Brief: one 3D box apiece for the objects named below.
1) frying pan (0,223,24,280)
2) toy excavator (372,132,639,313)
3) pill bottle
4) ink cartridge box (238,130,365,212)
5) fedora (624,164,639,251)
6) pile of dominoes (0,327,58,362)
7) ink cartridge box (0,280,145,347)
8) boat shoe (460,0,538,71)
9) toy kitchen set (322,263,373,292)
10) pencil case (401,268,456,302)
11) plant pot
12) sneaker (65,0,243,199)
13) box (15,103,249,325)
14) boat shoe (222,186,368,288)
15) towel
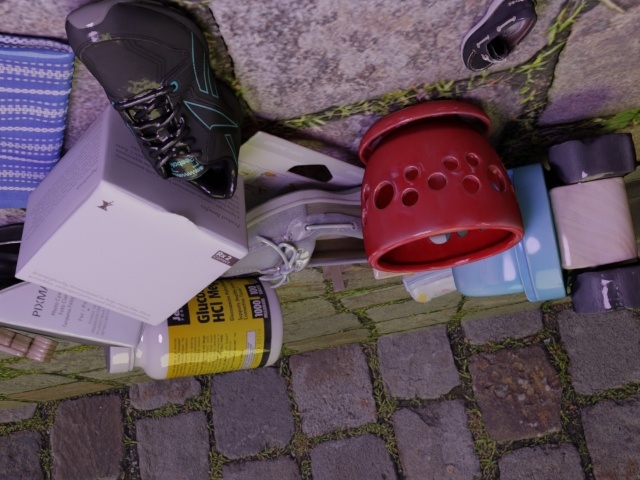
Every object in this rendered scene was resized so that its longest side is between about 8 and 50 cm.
[{"bbox_3d":[-0.486,0.031,1.025,0.326,0.053,0.197,-9,164,0],"label":"frying pan"},{"bbox_3d":[0.251,-0.005,1.090,0.445,0.222,0.433,-9,180,19],"label":"toy excavator"},{"bbox_3d":[-0.257,0.177,1.406,0.333,0.188,0.188,-3,162,-23],"label":"pill bottle"},{"bbox_3d":[-0.078,-0.066,0.940,0.239,0.060,0.275,-36,152,29],"label":"ink cartridge box"},{"bbox_3d":[0.520,-0.020,1.280,0.243,0.124,0.275,-19,164,-10],"label":"fedora"},{"bbox_3d":[-0.569,0.146,1.173,0.251,0.040,0.196,20,167,-3],"label":"pile of dominoes"},{"bbox_3d":[-0.502,0.090,1.107,0.385,0.091,0.308,19,164,-28],"label":"ink cartridge box"},{"bbox_3d":[0.174,-0.196,0.686,0.046,0.038,0.125,-5,163,-17],"label":"boat shoe"},{"bbox_3d":[0.061,0.071,1.456,0.075,0.068,0.083,7,157,-45],"label":"toy kitchen set"},{"bbox_3d":[0.299,0.044,1.411,0.273,0.113,0.124,-20,-162,36],"label":"pencil case"},{"bbox_3d":[0.136,-0.064,0.863,0.191,0.174,0.191,-10,164,-3],"label":"plant pot"},{"bbox_3d":[-0.131,-0.121,0.642,0.101,0.106,0.267,-13,162,14],"label":"sneaker"},{"bbox_3d":[-0.204,-0.019,0.770,0.181,0.119,0.182,28,129,-36],"label":"box"},{"bbox_3d":[0.000,0.001,0.919,0.320,0.103,0.118,-10,157,-39],"label":"boat shoe"},{"bbox_3d":[-0.378,-0.097,0.686,0.243,0.040,0.336,-3,162,-25],"label":"towel"}]
